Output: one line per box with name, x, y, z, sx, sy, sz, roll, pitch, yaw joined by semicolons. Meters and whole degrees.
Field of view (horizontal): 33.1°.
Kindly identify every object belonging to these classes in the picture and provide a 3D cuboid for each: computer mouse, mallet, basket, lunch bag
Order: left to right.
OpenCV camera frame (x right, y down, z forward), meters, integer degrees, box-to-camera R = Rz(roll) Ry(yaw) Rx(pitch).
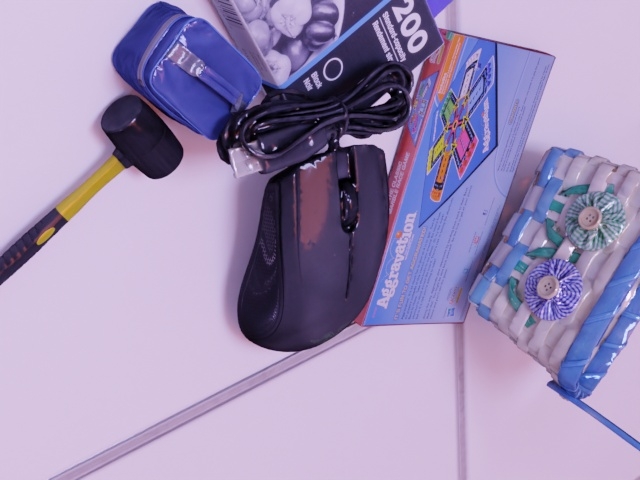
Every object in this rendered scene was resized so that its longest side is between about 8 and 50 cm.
mallet;-0.185;-0.030;0.773;0.190;0.039;0.062;-39;133;-11
lunch bag;-0.091;-0.118;0.777;0.067;0.065;0.098;-54;134;-2
computer mouse;0.000;0.000;0.872;0.188;0.072;0.272;-23;139;-34
basket;0.304;0.060;1.032;0.255;0.289;0.201;-62;162;1

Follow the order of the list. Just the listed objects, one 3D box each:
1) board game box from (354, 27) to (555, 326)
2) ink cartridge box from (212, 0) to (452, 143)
board game box;0.123;-0.051;1.016;0.145;0.027;0.281;2;112;-42
ink cartridge box;0.021;-0.206;0.837;0.208;0.045;0.206;-44;133;-14
